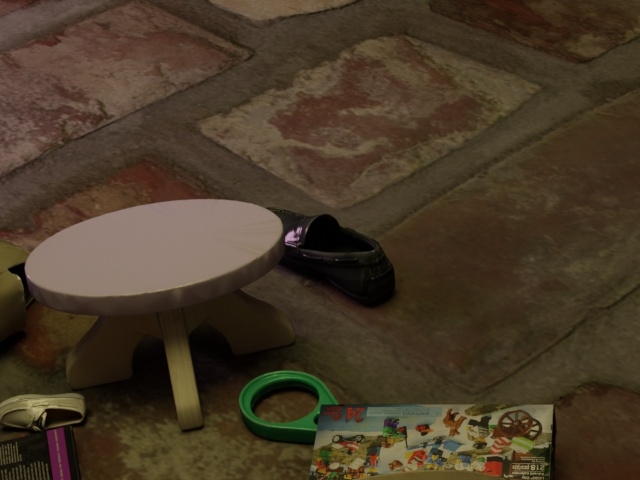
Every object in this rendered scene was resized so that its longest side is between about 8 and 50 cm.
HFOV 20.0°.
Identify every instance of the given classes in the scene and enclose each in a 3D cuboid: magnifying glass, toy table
[{"bbox_3d":[0.011,0.190,1.859,0.231,0.026,0.092,23,45,36],"label":"magnifying glass"},{"bbox_3d":[-0.167,0.069,1.962,0.274,0.161,0.252,-4,33,6],"label":"toy table"}]

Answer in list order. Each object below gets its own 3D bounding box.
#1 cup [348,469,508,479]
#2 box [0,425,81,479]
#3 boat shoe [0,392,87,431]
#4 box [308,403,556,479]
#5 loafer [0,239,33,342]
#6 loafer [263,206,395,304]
[{"bbox_3d":[0.041,0.355,1.391,0.331,0.331,0.237,-13,60,-7],"label":"cup"},{"bbox_3d":[-0.326,0.250,1.847,0.162,0.029,0.116,-12,33,-6],"label":"box"},{"bbox_3d":[-0.299,0.187,1.931,0.100,0.035,0.035,-4,30,-4],"label":"boat shoe"},{"bbox_3d":[0.106,0.230,1.733,0.233,0.044,0.159,-1,45,11],"label":"box"},{"bbox_3d":[-0.382,0.077,2.052,0.092,0.102,0.268,4,33,7],"label":"loafer"},{"bbox_3d":[0.000,0.000,2.098,0.076,0.078,0.223,-32,40,-31],"label":"loafer"}]
